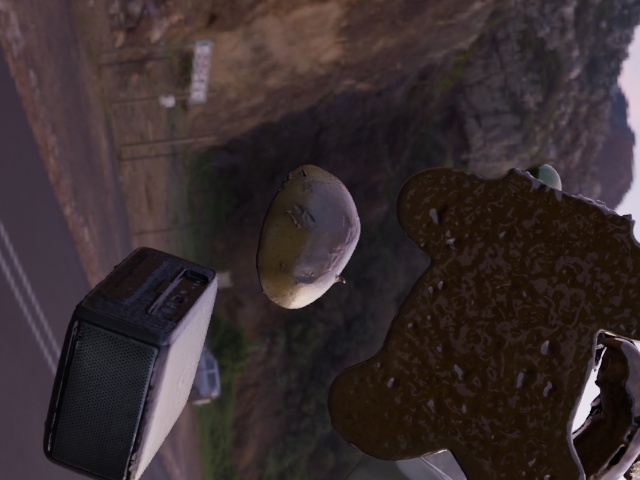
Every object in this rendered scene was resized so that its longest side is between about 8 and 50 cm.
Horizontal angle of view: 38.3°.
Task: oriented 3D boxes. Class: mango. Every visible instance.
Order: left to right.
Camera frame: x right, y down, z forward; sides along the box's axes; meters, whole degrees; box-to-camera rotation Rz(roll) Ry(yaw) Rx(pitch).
[{"bbox_3d":[0.453,-0.078,1.979,0.091,0.137,0.237,54,-37,27],"label":"mango"}]

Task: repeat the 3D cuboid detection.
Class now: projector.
[{"bbox_3d":[-0.417,0.264,2.039,0.395,0.242,0.405,-59,168,-67],"label":"projector"}]

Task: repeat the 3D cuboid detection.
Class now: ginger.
[{"bbox_3d":[0.415,0.292,1.376,0.133,0.107,0.309,34,-65,31],"label":"ginger"}]

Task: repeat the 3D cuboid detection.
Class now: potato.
[{"bbox_3d":[0.000,0.000,1.845,0.239,0.116,0.299,36,71,-47],"label":"potato"}]

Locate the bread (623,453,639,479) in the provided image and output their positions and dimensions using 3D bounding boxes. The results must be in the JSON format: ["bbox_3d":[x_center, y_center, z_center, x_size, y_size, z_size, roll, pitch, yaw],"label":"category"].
[{"bbox_3d":[0.724,0.334,1.852,0.194,0.340,0.178,39,24,-52],"label":"bread"}]

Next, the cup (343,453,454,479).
[{"bbox_3d":[0.098,0.393,1.200,0.255,0.202,0.173,-34,159,-56],"label":"cup"}]

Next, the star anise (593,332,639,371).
[{"bbox_3d":[0.598,0.154,1.957,0.102,0.272,0.271,-47,130,-86],"label":"star anise"}]

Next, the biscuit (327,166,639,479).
[{"bbox_3d":[0.229,0.119,1.121,0.076,0.368,0.393,-16,126,-79],"label":"biscuit"}]
